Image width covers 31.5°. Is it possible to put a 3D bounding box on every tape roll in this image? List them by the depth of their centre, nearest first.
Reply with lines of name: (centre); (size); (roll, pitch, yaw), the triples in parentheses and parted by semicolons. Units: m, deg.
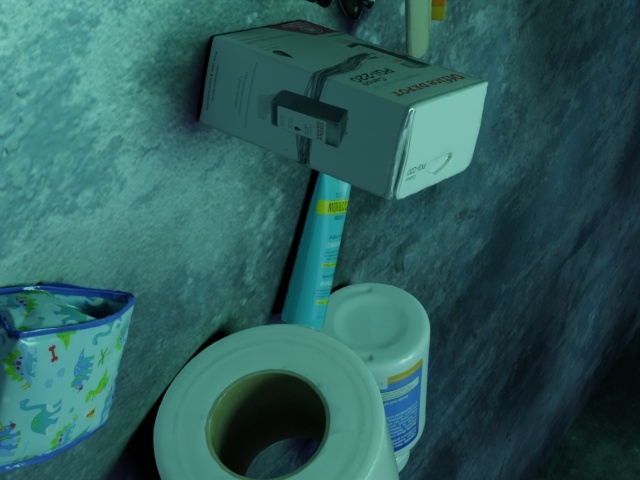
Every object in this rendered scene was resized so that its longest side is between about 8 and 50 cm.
tape roll: (-0.043, 0.236, 1.234); (0.246, 0.246, 0.169); (-52, 152, -23)

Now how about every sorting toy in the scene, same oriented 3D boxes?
sorting toy: (0.116, -0.317, 1.154); (0.193, 0.038, 0.208); (77, 20, -69)

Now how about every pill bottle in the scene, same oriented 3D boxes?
pill bottle: (0.066, 0.199, 1.509); (0.152, 0.152, 0.272); (-44, 148, -35)

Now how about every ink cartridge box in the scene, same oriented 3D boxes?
ink cartridge box: (0.022, -0.127, 1.057); (0.158, 0.217, 0.092); (-25, 134, -53)

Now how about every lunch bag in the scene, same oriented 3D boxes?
lunch bag: (-0.226, 0.107, 0.945); (0.151, 0.096, 0.129); (-4, 117, -50)

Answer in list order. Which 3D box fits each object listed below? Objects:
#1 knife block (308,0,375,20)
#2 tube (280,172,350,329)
knife block: (-0.032, -0.312, 0.971); (0.275, 0.242, 0.088); (37, 73, -18)
tube: (0.000, 0.000, 1.335); (0.080, 0.052, 0.207); (-19, 123, -68)
